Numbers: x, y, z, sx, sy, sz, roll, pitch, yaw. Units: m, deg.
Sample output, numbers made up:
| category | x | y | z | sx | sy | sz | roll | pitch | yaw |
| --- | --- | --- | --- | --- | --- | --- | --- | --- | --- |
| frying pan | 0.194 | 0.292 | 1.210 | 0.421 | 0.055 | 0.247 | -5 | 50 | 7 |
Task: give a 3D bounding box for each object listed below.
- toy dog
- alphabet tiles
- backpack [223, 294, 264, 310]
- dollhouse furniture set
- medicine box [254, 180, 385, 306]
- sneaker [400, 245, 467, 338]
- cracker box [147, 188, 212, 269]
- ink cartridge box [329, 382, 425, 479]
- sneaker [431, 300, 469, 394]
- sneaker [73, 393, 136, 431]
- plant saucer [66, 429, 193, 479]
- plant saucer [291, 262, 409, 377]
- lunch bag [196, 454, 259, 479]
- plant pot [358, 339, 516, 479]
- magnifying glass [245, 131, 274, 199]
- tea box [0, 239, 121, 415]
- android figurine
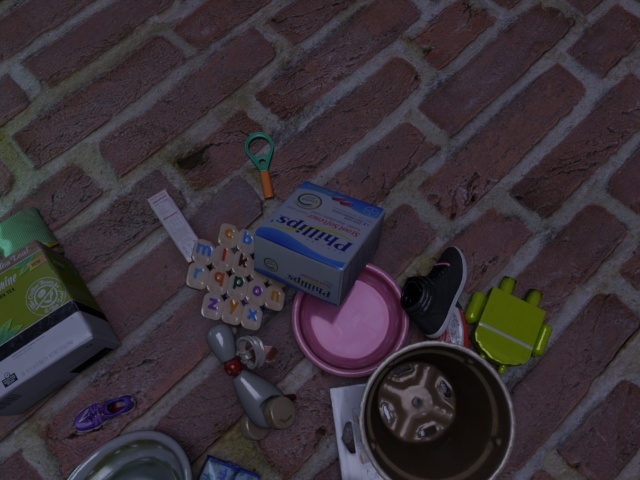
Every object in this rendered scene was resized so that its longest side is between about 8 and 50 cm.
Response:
| category | x | y | z | sx | sy | sz | roll | pitch | yaw |
| --- | --- | --- | --- | --- | --- | --- | --- | --- | --- |
| toy dog | -0.165 | 0.364 | 1.412 | 0.220 | 0.161 | 0.334 | -5 | 104 | 36 |
| alphabet tiles | -0.224 | 0.099 | 1.451 | 0.284 | 0.021 | 0.278 | 19 | 63 | -24 |
| backpack | -0.219 | 0.179 | 1.508 | 0.120 | 0.098 | 0.101 | 24 | 78 | -6 |
| dollhouse furniture set | -0.934 | 0.033 | 1.507 | 0.301 | 0.151 | 0.198 | -37 | 77 | -12 |
| medicine box | 0.000 | 0.000 | 1.457 | 0.263 | 0.149 | 0.289 | 22 | 43 | 17 |
| sneaker | 0.321 | 0.113 | 1.491 | 0.147 | 0.104 | 0.296 | 40 | 59 | -28 |
| cracker box | -0.402 | -0.020 | 1.532 | 0.067 | 0.156 | 0.232 | -33 | 76 | -10 |
| ink cartridge box | 0.159 | 0.522 | 1.427 | 0.238 | 0.060 | 0.275 | -7 | 74 | -2 |
| sneaker | 0.338 | 0.298 | 1.484 | 0.144 | 0.090 | 0.270 | -4 | 76 | -5 |
| sneaker | -0.590 | 0.461 | 1.424 | 0.169 | 0.071 | 0.068 | -25 | 75 | -8 |
| plant saucer | -0.480 | 0.678 | 1.294 | 0.400 | 0.101 | 0.401 | -12 | 43 | 11 |
| plant saucer | 0.084 | 0.223 | 1.505 | 0.331 | 0.084 | 0.333 | 0 | 74 | -1 |
| lunch bag | -0.249 | 0.648 | 1.366 | 0.151 | 0.096 | 0.129 | 26 | 71 | -8 |
| plant pot | 0.250 | 0.408 | 1.263 | 0.333 | 0.305 | 0.334 | 0 | 80 | 1 |
| magnifying glass | -0.183 | -0.240 | 1.673 | 0.092 | 0.026 | 0.231 | -11 | 74 | -5 |
| tea box | -0.787 | 0.236 | 1.411 | 0.329 | 0.220 | 0.324 | -35 | 76 | -11 |
| android figurine | 0.540 | 0.248 | 1.521 | 0.248 | 0.056 | 0.273 | 25 | 73 | 6 |
